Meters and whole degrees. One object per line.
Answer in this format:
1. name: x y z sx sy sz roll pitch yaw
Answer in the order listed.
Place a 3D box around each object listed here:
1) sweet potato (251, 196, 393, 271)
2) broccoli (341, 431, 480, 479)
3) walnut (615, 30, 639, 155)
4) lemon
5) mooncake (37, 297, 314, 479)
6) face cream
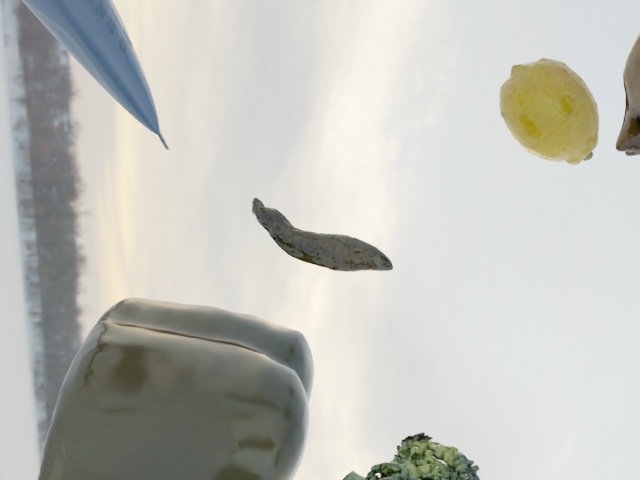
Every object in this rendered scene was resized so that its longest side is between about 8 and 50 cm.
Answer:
1. sweet potato: -0.003 0.004 0.980 0.038 0.153 0.041 108 7 -46
2. broccoli: 0.053 0.153 0.608 0.097 0.092 0.095 -48 149 -54
3. walnut: 0.423 -0.193 0.975 0.336 0.209 0.209 -41 -140 17
4. lemon: 0.293 -0.162 1.291 0.155 0.114 0.114 54 -17 -4
5. mooncake: -0.170 0.298 1.162 0.467 0.262 0.467 -167 -90 -88
6. face cream: -0.255 -0.247 1.027 0.135 0.086 0.385 60 0 37
